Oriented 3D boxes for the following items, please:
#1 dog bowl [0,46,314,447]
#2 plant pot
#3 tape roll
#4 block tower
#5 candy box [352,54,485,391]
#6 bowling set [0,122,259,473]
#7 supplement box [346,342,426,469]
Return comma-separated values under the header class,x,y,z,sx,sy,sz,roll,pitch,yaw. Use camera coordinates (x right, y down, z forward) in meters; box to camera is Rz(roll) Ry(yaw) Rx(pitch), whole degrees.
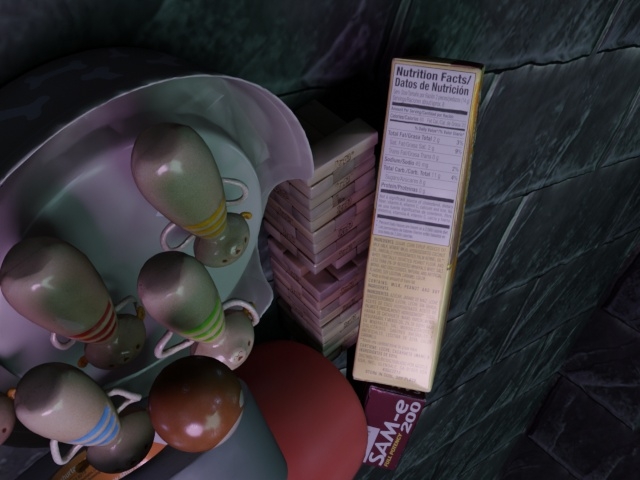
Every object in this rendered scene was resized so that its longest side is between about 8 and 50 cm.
class,x,y,z,sx,sy,sz,roll,pitch,yaw
dog bowl,-0.166,0.003,0.660,0.348,0.102,0.349,-34,146,-27
plant pot,-0.090,0.248,0.896,0.243,0.275,0.275,-29,145,-47
tape roll,-0.137,0.187,0.596,0.219,0.219,0.072,-30,102,-30
block tower,0.000,0.000,0.887,0.091,0.097,0.335,-36,148,-24
candy box,0.105,-0.028,0.837,0.183,0.087,0.317,-48,145,-72
bowling set,-0.122,0.086,0.527,0.287,0.200,0.154,-40,149,-10
supplement box,0.080,0.158,1.045,0.239,0.073,0.130,-83,-172,-56
